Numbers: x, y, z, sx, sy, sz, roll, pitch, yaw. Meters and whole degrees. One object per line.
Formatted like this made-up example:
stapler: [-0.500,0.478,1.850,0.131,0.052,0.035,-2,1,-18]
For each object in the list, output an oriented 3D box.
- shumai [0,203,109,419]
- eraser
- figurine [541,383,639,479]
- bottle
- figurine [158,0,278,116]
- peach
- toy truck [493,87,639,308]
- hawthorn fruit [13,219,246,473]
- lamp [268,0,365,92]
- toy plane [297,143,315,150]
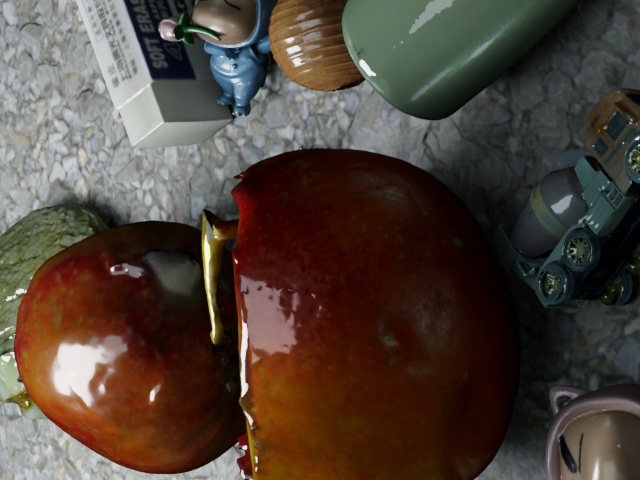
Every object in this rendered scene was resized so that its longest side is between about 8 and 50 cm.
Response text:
shumai: [-0.357,0.095,2.103,0.272,0.203,0.222,-36,40,11]
eraser: [-0.214,-0.256,1.928,0.081,0.124,0.279,-31,75,39]
figurine: [0.334,0.210,1.476,0.287,0.186,0.176,7,98,33]
bottle: [0.186,-0.275,1.559,0.347,0.168,0.168,-39,70,33]
figurine: [-0.108,-0.235,1.836,0.114,0.144,0.178,26,123,40]
peach: [0.046,0.102,1.615,0.335,0.310,0.406,-130,34,-79]
toy truck: [0.273,-0.038,1.551,0.140,0.108,0.257,57,130,37]
hawthorn fruit: [-0.209,0.118,1.861,0.324,0.308,0.308,31,114,38]
lamp: [0.010,-0.229,1.732,0.136,0.136,0.136,5,98,40]
toy plane: [-0.003,-0.001,1.820,0.226,0.058,0.226,-23,79,56]
